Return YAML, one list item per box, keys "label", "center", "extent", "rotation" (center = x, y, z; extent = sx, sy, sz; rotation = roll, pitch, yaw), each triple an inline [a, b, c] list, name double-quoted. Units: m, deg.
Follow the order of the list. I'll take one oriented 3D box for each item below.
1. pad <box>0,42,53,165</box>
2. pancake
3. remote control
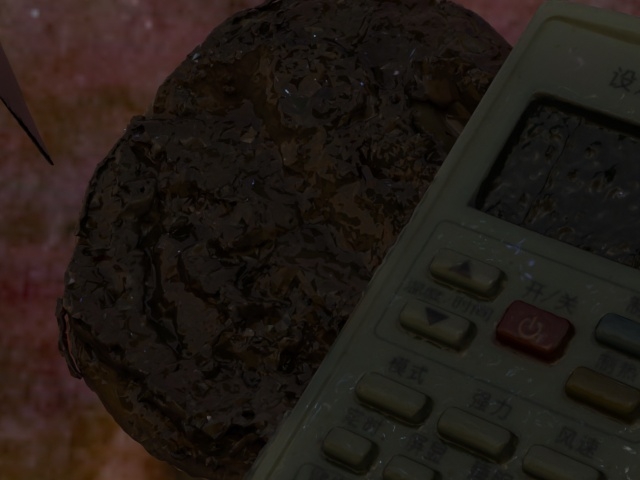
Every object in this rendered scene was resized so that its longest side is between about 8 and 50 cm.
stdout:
- label: "pad"
  center: [-0.232, -0.232, 0.900]
  extent: [0.007, 0.367, 0.247]
  rotation: [-24, -14, -3]
- label: "pancake"
  center: [0.000, -0.001, 1.159]
  extent: [0.382, 0.382, 0.071]
  rotation: [-1, -28, 19]
- label: "remote control"
  center: [0.068, 0.066, 0.633]
  extent: [0.145, 0.344, 0.050]
  rotation: [21, -22, 27]
